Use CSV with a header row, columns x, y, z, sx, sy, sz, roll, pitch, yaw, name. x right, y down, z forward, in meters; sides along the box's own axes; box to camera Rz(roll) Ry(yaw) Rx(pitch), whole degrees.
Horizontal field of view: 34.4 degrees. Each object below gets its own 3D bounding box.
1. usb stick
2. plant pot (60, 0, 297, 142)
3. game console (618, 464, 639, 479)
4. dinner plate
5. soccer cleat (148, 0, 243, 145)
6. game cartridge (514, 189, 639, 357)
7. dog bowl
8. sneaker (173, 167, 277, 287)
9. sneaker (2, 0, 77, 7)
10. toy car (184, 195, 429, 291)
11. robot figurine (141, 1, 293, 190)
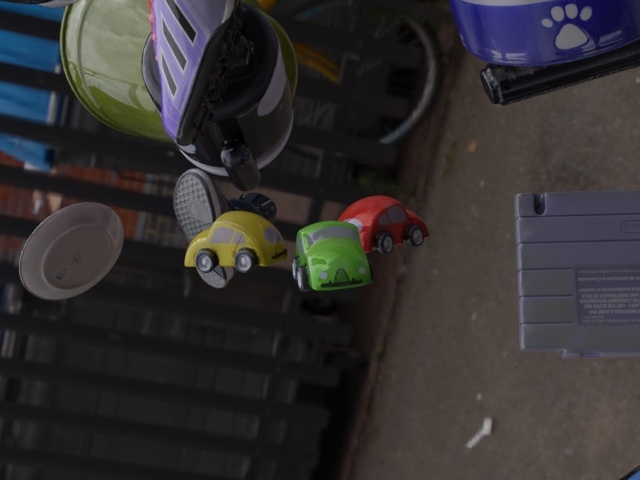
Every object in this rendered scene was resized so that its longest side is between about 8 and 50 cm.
x,y,z,sx,sy,sz,roll,pitch,yaw,name
0.358,-0.246,1.406,0.045,0.278,0.077,74,180,-49,usb stick
-0.218,-0.314,1.785,0.353,0.366,0.367,34,115,54,plant pot
0.394,0.256,1.078,0.060,0.386,0.342,56,160,12,game console
-0.298,0.017,1.261,0.017,0.141,0.141,42,127,36,dinner plate
-0.136,-0.260,1.067,0.108,0.116,0.318,-77,0,-82,soccer cleat
0.447,0.045,1.411,0.068,0.354,0.230,40,-131,-81,game cartridge
0.273,-0.303,1.160,0.265,0.264,0.104,-102,-7,-59,dog bowl
-0.150,-0.057,1.674,0.163,0.086,0.226,-48,-35,-36,sneaker
-0.224,-0.226,0.734,0.295,0.146,0.105,-1,93,59,sneaker
0.000,0.000,0.916,0.225,0.239,0.053,-141,45,-77,toy car
-0.127,-0.190,1.294,0.278,0.173,0.209,75,-143,-70,robot figurine
